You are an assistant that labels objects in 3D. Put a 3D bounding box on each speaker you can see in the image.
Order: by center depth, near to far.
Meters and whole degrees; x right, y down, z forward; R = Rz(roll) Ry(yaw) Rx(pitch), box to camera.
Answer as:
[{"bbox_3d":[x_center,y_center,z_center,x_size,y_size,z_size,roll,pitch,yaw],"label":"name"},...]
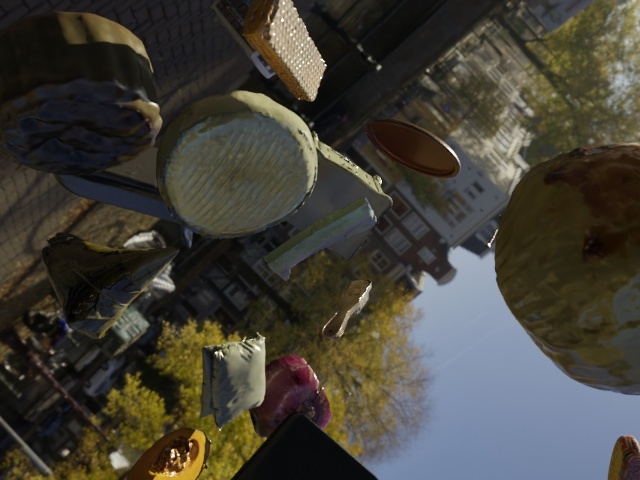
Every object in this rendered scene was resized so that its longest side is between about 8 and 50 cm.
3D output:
[{"bbox_3d":[-0.487,-0.136,1.511,0.184,0.389,0.180,-56,-153,35],"label":"speaker"}]

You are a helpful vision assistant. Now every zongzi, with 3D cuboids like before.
[{"bbox_3d":[-0.480,0.033,1.328,0.300,0.274,0.145,-42,150,5],"label":"zongzi"}]

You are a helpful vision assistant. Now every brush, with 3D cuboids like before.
[{"bbox_3d":[0.082,0.216,1.739,0.070,0.065,0.327,1,-157,22],"label":"brush"}]

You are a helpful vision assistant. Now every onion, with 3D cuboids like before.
[{"bbox_3d":[-0.082,0.388,1.384,0.200,0.201,0.207,-43,150,-33],"label":"onion"}]

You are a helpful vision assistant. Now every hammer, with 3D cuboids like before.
[{"bbox_3d":[0.400,-0.019,1.334,0.123,0.029,0.014,-48,174,-41],"label":"hammer"}]

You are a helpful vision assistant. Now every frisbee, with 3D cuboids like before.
[{"bbox_3d":[0.226,-0.223,1.423,0.021,0.251,0.251,-62,-175,-11],"label":"frisbee"}]

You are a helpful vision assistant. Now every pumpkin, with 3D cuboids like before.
[{"bbox_3d":[-0.454,0.689,1.743,0.111,0.163,0.278,7,-144,34],"label":"pumpkin"}]

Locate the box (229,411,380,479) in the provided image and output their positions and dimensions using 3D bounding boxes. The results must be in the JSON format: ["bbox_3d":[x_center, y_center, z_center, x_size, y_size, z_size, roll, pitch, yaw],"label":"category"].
[{"bbox_3d":[-0.043,0.333,0.690,0.230,0.160,0.050,-42,164,-38],"label":"box"}]

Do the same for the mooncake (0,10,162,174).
[{"bbox_3d":[-0.414,-0.228,0.975,0.291,0.161,0.290,-16,164,-5],"label":"mooncake"}]

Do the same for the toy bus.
[{"bbox_3d":[-0.164,-0.545,1.487,0.131,0.297,0.106,-38,144,6],"label":"toy bus"}]

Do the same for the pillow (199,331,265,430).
[{"bbox_3d":[-0.170,0.269,1.153,0.134,0.078,0.181,-14,120,-35],"label":"pillow"}]

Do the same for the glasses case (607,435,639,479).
[{"bbox_3d":[0.649,0.490,1.237,0.049,0.194,0.073,-2,-147,11],"label":"glasses case"}]

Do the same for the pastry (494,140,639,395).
[{"bbox_3d":[0.451,0.024,0.855,0.313,0.388,0.388,-39,-177,40],"label":"pastry"}]

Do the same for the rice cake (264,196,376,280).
[{"bbox_3d":[0.000,-0.003,1.353,0.290,0.081,0.051,-32,-152,16],"label":"rice cake"}]

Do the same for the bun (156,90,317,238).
[{"bbox_3d":[-0.144,-0.136,0.994,0.287,0.287,0.146,-42,-135,28],"label":"bun"}]

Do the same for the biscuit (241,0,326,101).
[{"bbox_3d":[-0.058,-0.352,1.095,0.379,0.054,0.094,19,92,-78],"label":"biscuit"}]

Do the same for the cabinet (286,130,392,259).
[{"bbox_3d":[0.031,-0.153,1.803,0.227,0.290,0.318,-54,-168,17],"label":"cabinet"}]
